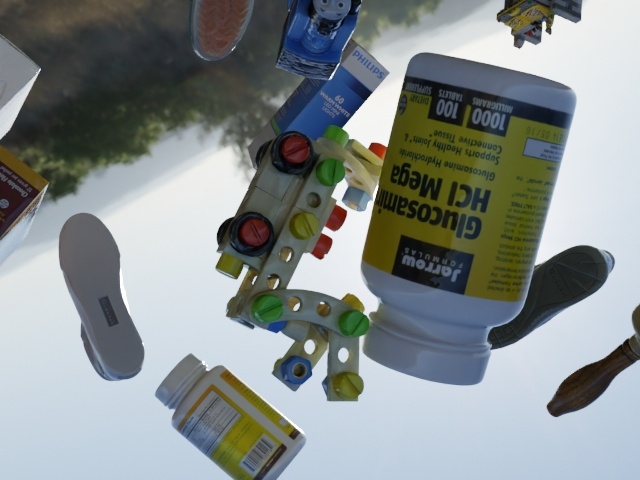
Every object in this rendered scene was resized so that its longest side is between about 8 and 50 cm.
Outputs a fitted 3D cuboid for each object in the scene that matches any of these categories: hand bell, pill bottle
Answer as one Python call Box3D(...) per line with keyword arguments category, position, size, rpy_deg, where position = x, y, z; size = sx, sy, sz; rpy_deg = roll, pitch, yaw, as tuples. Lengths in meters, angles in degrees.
Box3D(category="hand bell", position=(0.329, 0.123, 1.152), size=(0.126, 0.126, 0.242), rpy_deg=(-33, 167, -52))
Box3D(category="pill bottle", position=(-0.134, 0.263, 1.562), size=(0.117, 0.215, 0.117), rpy_deg=(-49, 174, -7))
Box3D(category="pill bottle", position=(0.149, -0.023, 1.174), size=(0.187, 0.334, 0.188), rpy_deg=(12, -172, -2))

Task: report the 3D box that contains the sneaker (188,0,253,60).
Box3D(category="sneaker", position=(-0.181, -0.466, 1.885), size=(0.108, 0.302, 0.121), rpy_deg=(6, -173, -27))

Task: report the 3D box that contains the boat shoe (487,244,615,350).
Box3D(category="boat shoe", position=(0.363, 0.102, 1.883), size=(0.320, 0.118, 0.103), rpy_deg=(-33, 167, 25))

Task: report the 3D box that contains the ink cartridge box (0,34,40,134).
Box3D(category="ink cartridge box", position=(-0.649, -0.234, 1.988), size=(0.207, 0.117, 0.283), rpy_deg=(-55, -170, -31))

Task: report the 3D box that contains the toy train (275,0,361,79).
Box3D(category="toy train", position=(0.004, -0.238, 1.102), size=(0.080, 0.105, 0.184), rpy_deg=(12, 167, -9))

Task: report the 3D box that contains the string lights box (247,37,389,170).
Box3D(category="string lights box", position=(-0.009, -0.214, 1.784), size=(0.260, 0.076, 0.133), rpy_deg=(-49, -160, 10))

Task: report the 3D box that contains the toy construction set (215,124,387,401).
Box3D(category="toy construction set", position=(0.000, 0.000, 1.213), size=(0.151, 0.215, 0.328), rpy_deg=(-33, -149, 57))

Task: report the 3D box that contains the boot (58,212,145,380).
Box3D(category="boot", position=(-0.346, 0.093, 1.642), size=(0.095, 0.258, 0.123), rpy_deg=(-14, 174, -28))

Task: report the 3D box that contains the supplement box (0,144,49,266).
Box3D(category="supplement box", position=(-0.453, -0.009, 1.310), size=(0.191, 0.129, 0.194), rpy_deg=(-55, -173, -29))

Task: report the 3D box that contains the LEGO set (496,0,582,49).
Box3D(category="LEGO set", position=(0.290, -0.388, 1.418), size=(0.254, 0.192, 0.331), rpy_deg=(19, 159, -34))
